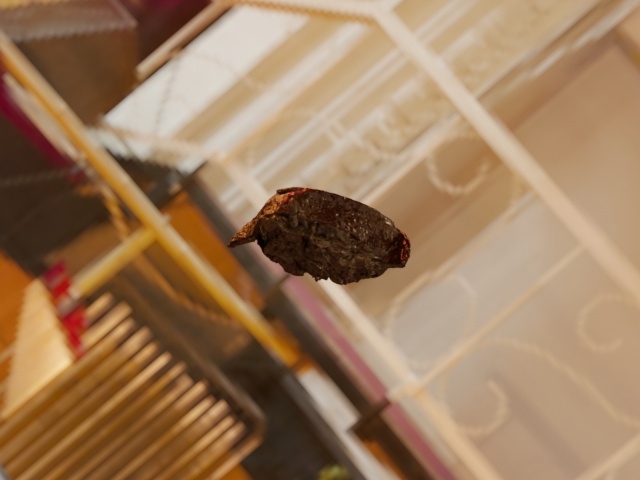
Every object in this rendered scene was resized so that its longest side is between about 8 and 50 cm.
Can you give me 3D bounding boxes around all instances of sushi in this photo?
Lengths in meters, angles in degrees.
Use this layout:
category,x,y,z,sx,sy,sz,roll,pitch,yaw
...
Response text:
category,x,y,z,sx,sy,sz,roll,pitch,yaw
sushi,0.000,0.000,1.276,0.120,0.055,0.052,19,-33,-7
